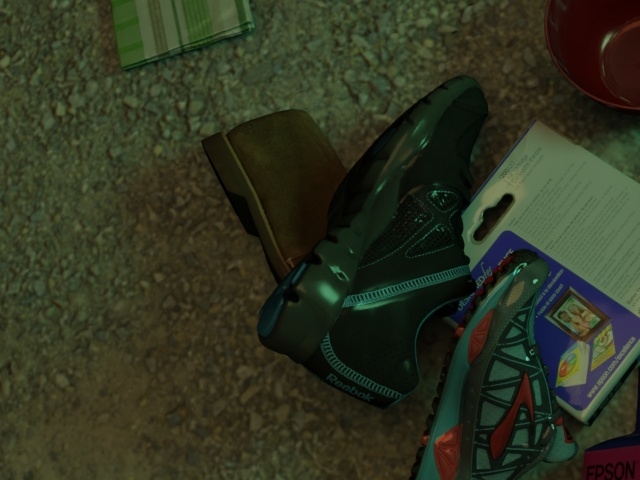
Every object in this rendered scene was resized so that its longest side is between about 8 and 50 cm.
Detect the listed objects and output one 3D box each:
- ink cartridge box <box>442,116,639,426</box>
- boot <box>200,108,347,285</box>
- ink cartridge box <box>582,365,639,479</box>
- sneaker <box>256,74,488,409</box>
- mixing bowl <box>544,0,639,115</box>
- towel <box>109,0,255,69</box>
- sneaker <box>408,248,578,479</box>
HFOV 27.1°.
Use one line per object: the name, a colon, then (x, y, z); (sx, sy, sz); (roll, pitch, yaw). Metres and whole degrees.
ink cartridge box: (0.216, 0.025, 1.188); (0.208, 0.045, 0.206); (37, 85, 23)
boot: (0.000, 0.000, 1.232); (0.115, 0.112, 0.305); (-26, 64, -6)
ink cartridge box: (0.273, 0.259, 1.025); (0.069, 0.176, 0.370); (17, 70, -22)
sneaker: (0.075, -0.004, 1.164); (0.140, 0.125, 0.341); (37, 59, -6)
mixing bowl: (0.300, -0.182, 1.208); (0.181, 0.098, 0.181); (-5, 69, 15)
towel: (-0.148, -0.247, 1.403); (0.152, 0.023, 0.113); (-16, 65, 12)
sneaker: (0.162, 0.135, 1.114); (0.125, 0.104, 0.261); (19, 109, 12)
